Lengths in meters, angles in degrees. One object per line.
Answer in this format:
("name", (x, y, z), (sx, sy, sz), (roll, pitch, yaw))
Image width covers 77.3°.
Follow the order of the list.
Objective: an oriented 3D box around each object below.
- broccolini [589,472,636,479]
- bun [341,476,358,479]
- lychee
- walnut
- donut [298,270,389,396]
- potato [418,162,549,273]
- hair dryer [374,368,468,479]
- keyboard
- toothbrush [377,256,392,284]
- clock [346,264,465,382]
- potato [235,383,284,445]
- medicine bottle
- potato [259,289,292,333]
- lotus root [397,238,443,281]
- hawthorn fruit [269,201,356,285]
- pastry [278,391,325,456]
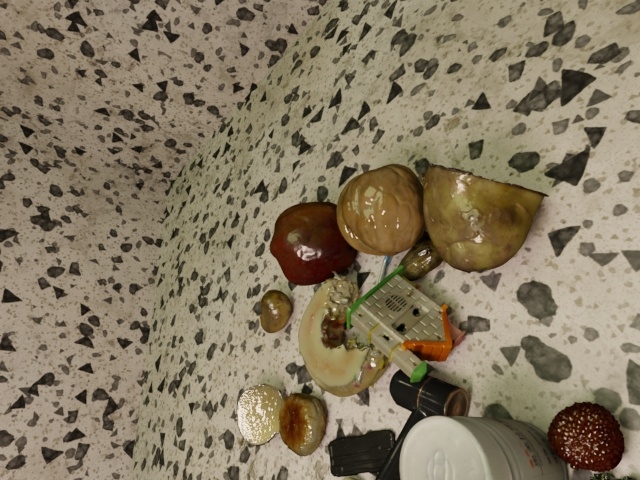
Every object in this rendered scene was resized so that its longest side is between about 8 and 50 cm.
("broccolini", (0.516, 0.549, 0.723), (0.123, 0.062, 0.271), (20, 90, 62))
("bun", (0.085, 0.730, 1.119), (0.115, 0.069, 0.115), (-43, 23, 24))
("lychee", (0.508, 0.374, 0.765), (0.123, 0.123, 0.129), (9, 59, 51))
("walnut", (0.189, -0.087, 1.187), (0.296, 0.286, 0.284), (176, 114, -83))
("donut", (0.067, 0.318, 1.270), (0.307, 0.150, 0.371), (-53, 42, 21))
("potato", (0.379, -0.048, 1.028), (0.288, 0.301, 0.237), (-75, 0, -77))
("hair dryer", (0.198, 0.488, 0.983), (0.189, 0.107, 0.352), (5, 49, 53))
("keyboard", (0.119, 0.627, 1.171), (0.262, 0.016, 0.106), (-33, 49, 36))
("toothbrush", (0.226, 0.059, 1.312), (0.040, 0.040, 0.385), (6, 79, 51))
("clock", (0.235, 0.228, 1.080), (0.220, 0.106, 0.255), (-34, 55, -24))
("potato", (-0.218, 0.634, 1.479), (0.117, 0.182, 0.202), (113, 145, -72))
("medicine bottle", (0.319, 0.443, 0.772), (0.190, 0.332, 0.189), (-25, 55, 41))
("potato", (-0.181, 0.283, 1.610), (0.137, 0.137, 0.175), (33, 119, 51))
("lotus root", (0.299, 0.056, 1.189), (0.089, 0.080, 0.179), (48, 124, 3))
("hawthorn fruit", (-0.021, 0.002, 1.425), (0.325, 0.309, 0.307), (-45, 42, 44))
("pastry", (-0.060, 0.607, 1.329), (0.193, 0.093, 0.181), (-6, 69, 52))
